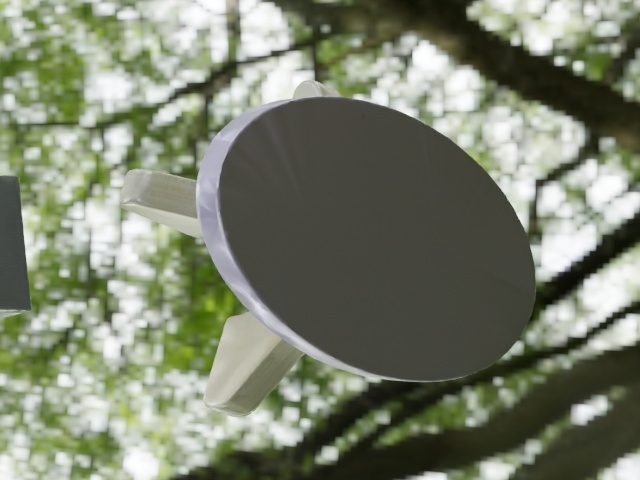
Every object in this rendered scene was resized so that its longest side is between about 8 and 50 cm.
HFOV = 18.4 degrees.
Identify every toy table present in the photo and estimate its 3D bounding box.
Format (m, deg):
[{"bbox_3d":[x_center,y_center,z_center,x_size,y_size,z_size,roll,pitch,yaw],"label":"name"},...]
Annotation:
[{"bbox_3d":[0.000,0.000,1.374,0.274,0.161,0.252,36,-111,-29],"label":"toy table"}]

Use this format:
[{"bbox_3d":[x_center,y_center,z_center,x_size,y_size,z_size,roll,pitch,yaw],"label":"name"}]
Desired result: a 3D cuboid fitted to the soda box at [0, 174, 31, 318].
[{"bbox_3d":[-0.323,0.003,1.241,0.286,0.091,0.098,5,-105,-46],"label":"soda box"}]
